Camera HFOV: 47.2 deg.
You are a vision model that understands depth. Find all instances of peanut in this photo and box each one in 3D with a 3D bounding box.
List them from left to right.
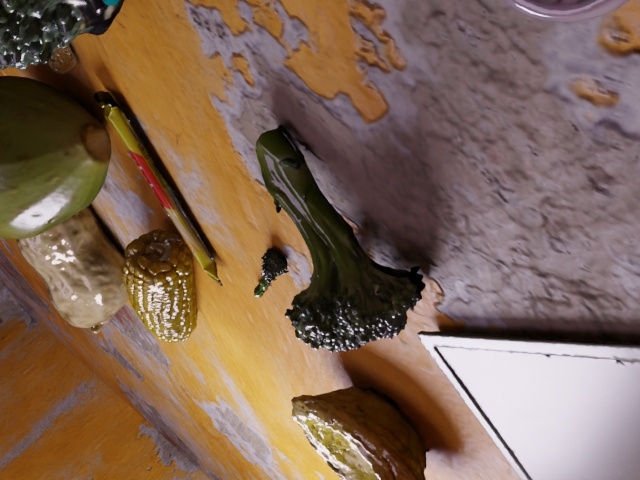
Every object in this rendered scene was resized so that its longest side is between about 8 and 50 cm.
[{"bbox_3d":[-0.414,0.038,1.276,0.159,0.143,0.291,-2,129,15],"label":"peanut"}]

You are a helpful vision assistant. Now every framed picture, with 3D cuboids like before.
[{"bbox_3d":[0.216,0.152,0.583,0.217,0.017,0.274,54,154,-17],"label":"framed picture"}]

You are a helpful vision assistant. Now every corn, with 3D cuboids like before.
[{"bbox_3d":[-0.234,0.074,1.081,0.101,0.101,0.310,41,154,12],"label":"corn"}]

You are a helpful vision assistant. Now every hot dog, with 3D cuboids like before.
[{"bbox_3d":[-0.304,-0.230,0.821,0.034,0.030,0.090,40,156,33],"label":"hot dog"}]

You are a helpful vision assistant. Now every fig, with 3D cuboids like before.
[{"bbox_3d":[-0.375,-0.099,0.924,0.230,0.207,0.207,27,149,38],"label":"fig"}]

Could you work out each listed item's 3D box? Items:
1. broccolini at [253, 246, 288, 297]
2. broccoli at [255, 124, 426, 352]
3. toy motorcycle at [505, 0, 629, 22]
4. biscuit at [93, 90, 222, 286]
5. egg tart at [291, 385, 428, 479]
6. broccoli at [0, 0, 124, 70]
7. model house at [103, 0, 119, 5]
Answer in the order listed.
[{"bbox_3d":[-0.066,0.041,0.858,0.035,0.030,0.140,54,160,4],"label":"broccolini"},{"bbox_3d":[0.001,-0.001,0.625,0.118,0.122,0.204,-29,89,50],"label":"broccoli"},{"bbox_3d":[0.051,-0.196,0.249,0.254,0.112,0.112,53,155,-10],"label":"toy motorcycle"},{"bbox_3d":[-0.192,-0.057,0.909,0.048,0.026,0.292,46,165,56],"label":"biscuit"},{"bbox_3d":[0.058,0.253,0.896,0.213,0.090,0.212,36,151,24],"label":"egg tart"},{"bbox_3d":[-0.270,-0.259,0.587,0.247,0.263,0.243,-1,107,17],"label":"broccoli"},{"bbox_3d":[-0.132,-0.225,0.450,0.100,0.149,0.127,-7,79,63],"label":"model house"}]
